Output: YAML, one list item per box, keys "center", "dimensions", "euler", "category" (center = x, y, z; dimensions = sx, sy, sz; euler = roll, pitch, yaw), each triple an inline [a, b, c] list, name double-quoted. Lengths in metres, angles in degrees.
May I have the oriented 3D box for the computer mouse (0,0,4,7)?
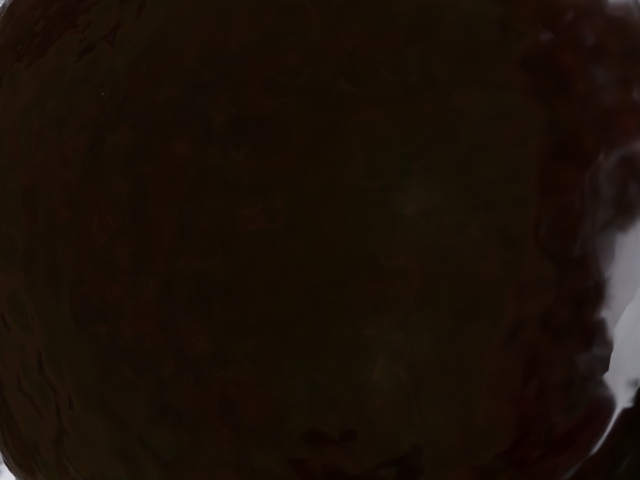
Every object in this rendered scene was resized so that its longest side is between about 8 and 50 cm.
- center: [-0.145, -0.079, 0.988]
  dimensions: [0.233, 0.137, 0.096]
  euler: [25, -76, 7]
  category: "computer mouse"

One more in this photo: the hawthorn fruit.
- center: [0.000, 0.000, 0.554]
  dimensions: [0.369, 0.285, 0.284]
  euler: [-2, -83, 36]
  category: "hawthorn fruit"

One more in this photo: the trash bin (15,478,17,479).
- center: [-0.105, 0.257, 1.038]
  dimensions: [0.217, 0.277, 0.262]
  euler: [2, -100, 31]
  category: "trash bin"
